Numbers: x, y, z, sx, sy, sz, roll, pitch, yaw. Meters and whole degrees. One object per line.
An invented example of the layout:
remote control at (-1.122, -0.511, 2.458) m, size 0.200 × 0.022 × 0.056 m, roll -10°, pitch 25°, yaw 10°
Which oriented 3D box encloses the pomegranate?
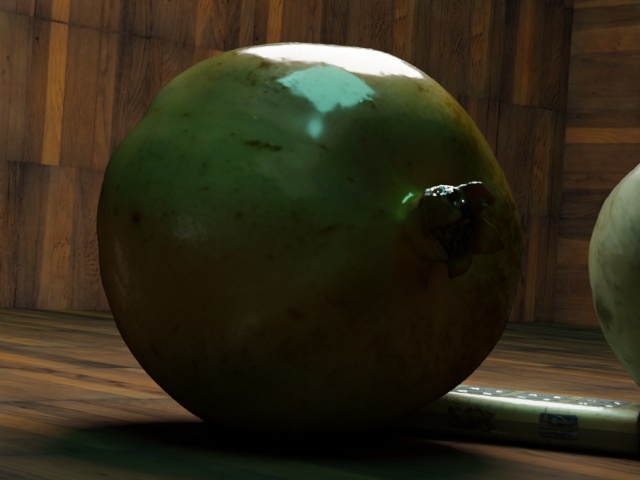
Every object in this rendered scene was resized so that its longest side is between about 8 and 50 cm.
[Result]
pomegranate at (0.000, 0.000, 1.108) m, size 0.319 × 0.319 × 0.319 m, roll 4°, pitch 0°, yaw 0°

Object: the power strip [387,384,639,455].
power strip at (0.128, 0.132, 1.200) m, size 0.267 × 0.034 × 0.092 m, roll 4°, pitch 0°, yaw 22°

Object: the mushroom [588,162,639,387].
mushroom at (0.366, 0.009, 1.154) m, size 0.352 × 0.352 × 0.260 m, roll 4°, pitch 43°, yaw -8°
